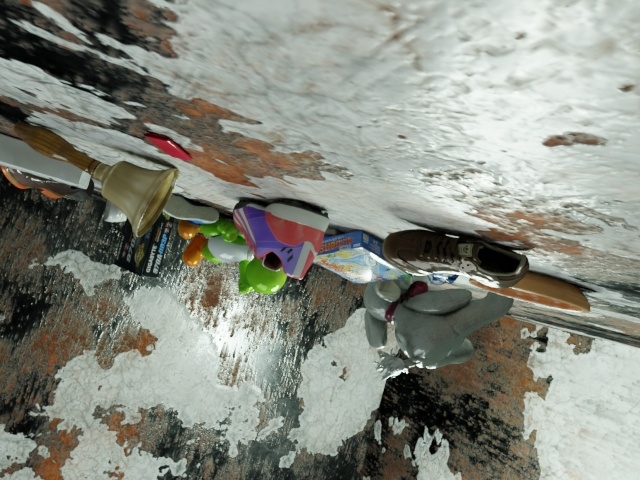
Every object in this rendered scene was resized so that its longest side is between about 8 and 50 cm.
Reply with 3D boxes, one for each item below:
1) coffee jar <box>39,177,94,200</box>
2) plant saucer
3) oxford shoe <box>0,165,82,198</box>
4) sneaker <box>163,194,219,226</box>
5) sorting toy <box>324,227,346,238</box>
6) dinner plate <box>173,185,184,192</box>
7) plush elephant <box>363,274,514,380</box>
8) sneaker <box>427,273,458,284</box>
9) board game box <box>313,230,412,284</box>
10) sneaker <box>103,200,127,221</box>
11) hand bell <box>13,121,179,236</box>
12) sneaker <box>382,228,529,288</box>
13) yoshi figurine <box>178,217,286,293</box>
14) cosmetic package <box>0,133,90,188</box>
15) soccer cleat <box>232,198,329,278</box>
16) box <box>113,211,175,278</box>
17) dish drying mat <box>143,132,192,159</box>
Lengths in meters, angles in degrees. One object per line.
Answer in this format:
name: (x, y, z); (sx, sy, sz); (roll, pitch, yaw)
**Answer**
coffee jar: (-0.739, -0.164, 1.483); (0.184, 0.079, 0.096); (12, 173, 40)
plant saucer: (0.363, 0.082, 0.890); (0.200, 0.037, 0.200); (16, 174, 2)
oxford shoe: (-0.676, -0.173, 1.259); (0.099, 0.096, 0.271); (-8, 174, 2)
sneaker: (-0.345, -0.074, 1.316); (0.152, 0.058, 0.085); (11, 169, -27)
sorting toy: (0.000, 0.000, 1.099); (0.275, 0.046, 0.132); (13, 174, 34)
dinner plate: (-0.361, -0.122, 1.084); (0.141, 0.017, 0.141); (16, 174, 2)
plush elephant: (0.215, 0.159, 1.192); (0.330, 0.255, 0.271); (-15, 143, -22)
sneaker: (0.235, 0.059, 0.955); (0.059, 0.053, 0.144); (12, 175, 23)
board game box: (0.078, 0.039, 1.020); (0.136, 0.035, 0.201); (-11, 155, 36)
sneaker: (-0.569, -0.100, 1.572); (0.169, 0.108, 0.292); (17, -175, -23)
hand bell: (-0.361, -0.118, 0.802); (0.242, 0.126, 0.126); (30, 174, -6)
sneaker: (0.178, 0.013, 0.672); (0.189, 0.066, 0.071); (11, 158, 3)
yoshi figurine: (-0.227, 0.045, 1.422); (0.362, 0.202, 0.203); (13, 175, 15)
cosmetic package: (-0.618, -0.174, 1.080); (0.239, 0.060, 0.099); (17, 174, -14)
soccer cleat: (-0.093, -0.006, 0.914); (0.109, 0.116, 0.318); (19, 174, -28)
box: (-0.469, -0.021, 1.374); (0.175, 0.220, 0.051); (13, 177, 44)
dish drying mat: (-0.186, -0.115, 0.631); (0.032, 0.008, 0.083); (15, 174, 7)
